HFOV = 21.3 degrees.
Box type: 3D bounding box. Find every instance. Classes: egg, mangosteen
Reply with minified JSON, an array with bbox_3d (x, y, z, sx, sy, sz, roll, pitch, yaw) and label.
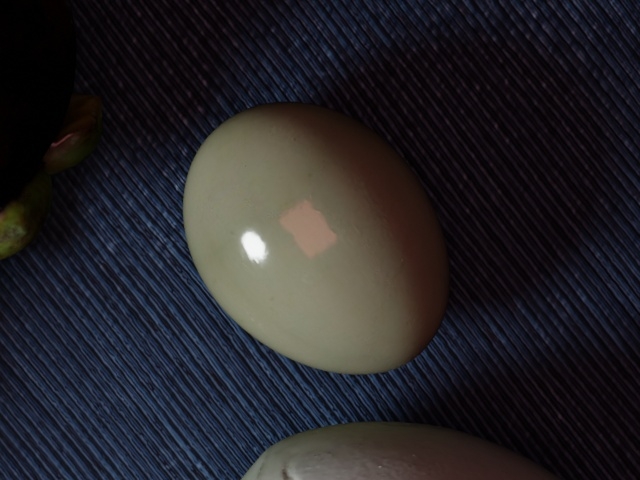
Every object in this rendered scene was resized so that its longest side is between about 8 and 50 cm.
[{"bbox_3d":[0.069,0.279,1.307,0.345,0.283,0.283,3,92,-11],"label":"egg"},{"bbox_3d":[-0.318,-0.122,1.266,0.330,0.330,0.330,0,92,-3],"label":"mangosteen"},{"bbox_3d":[0.000,0.000,1.341,0.242,0.186,0.186,44,89,-9],"label":"egg"}]
